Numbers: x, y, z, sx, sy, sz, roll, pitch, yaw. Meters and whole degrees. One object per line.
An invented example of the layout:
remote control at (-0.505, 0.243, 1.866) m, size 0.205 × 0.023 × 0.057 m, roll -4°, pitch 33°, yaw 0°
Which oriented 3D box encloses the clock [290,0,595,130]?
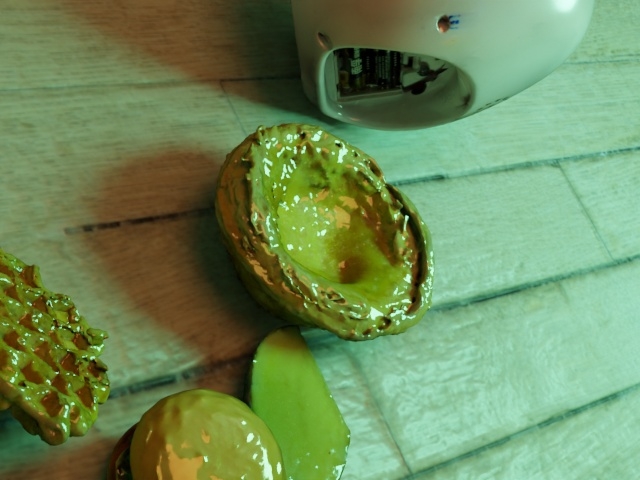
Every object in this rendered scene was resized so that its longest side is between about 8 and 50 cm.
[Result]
clock at (0.146, -0.283, 1.462) m, size 0.377 × 0.368 × 0.250 m, roll -5°, pitch 70°, yaw 1°

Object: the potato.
potato at (-0.034, 0.179, 1.225) m, size 0.119 × 0.054 × 0.198 m, roll 9°, pitch 51°, yaw -34°

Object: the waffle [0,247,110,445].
waffle at (-0.271, 0.068, 1.024) m, size 0.238 × 0.059 × 0.243 m, roll 49°, pitch 7°, yaw -8°

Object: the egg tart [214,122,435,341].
egg tart at (0.000, 0.000, 1.333) m, size 0.288 × 0.118 × 0.288 m, roll 22°, pitch 47°, yaw -25°

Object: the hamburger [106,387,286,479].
hamburger at (-0.110, 0.215, 1.087) m, size 0.162 × 0.115 × 0.162 m, roll 19°, pitch 52°, yaw -26°
